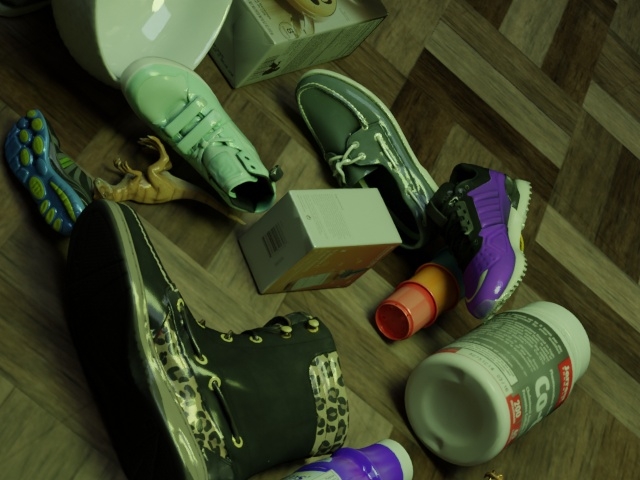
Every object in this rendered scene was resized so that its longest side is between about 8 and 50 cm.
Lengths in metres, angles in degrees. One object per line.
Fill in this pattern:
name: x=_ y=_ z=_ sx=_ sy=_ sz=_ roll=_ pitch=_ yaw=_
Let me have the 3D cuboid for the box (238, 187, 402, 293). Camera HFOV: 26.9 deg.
box: x=0.000 y=0.000 z=1.826 sx=0.170 sy=0.130 sz=0.091 roll=-3 pitch=61 yaw=-43

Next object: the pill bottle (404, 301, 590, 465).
pill bottle: x=0.259 y=0.192 z=1.884 sx=0.283 sy=0.161 sz=0.161 roll=-24 pitch=77 yaw=-48

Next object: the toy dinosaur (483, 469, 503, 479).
toy dinosaur: x=0.118 y=0.418 z=1.526 sx=0.322 sy=0.218 sz=0.164 roll=-37 pitch=106 yaw=-9

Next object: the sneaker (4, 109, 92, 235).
sneaker: x=-0.330 y=-0.079 z=1.653 sx=0.188 sy=0.067 sz=0.078 roll=59 pitch=11 yaw=21

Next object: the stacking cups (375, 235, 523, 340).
stacking cups: x=0.195 y=0.062 z=1.986 sx=0.096 sy=0.096 sz=0.316 roll=51 pitch=42 yaw=2

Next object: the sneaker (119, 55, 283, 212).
sneaker: x=-0.148 y=-0.136 z=1.750 sx=0.256 sy=0.094 sz=0.151 roll=41 pitch=7 yaw=-36

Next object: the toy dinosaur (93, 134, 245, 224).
toy dinosaur: x=-0.209 y=-0.074 z=1.765 sx=0.211 sy=0.064 sz=0.112 roll=3 pitch=76 yaw=-30

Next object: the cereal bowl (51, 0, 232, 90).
cereal bowl: x=-0.248 y=-0.372 z=1.789 sx=0.141 sy=0.339 sz=0.339 roll=21 pitch=33 yaw=24

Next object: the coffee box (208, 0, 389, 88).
coffee box: x=-0.053 y=-0.359 z=2.068 sx=0.297 sy=0.119 sz=0.168 roll=-25 pitch=77 yaw=-49

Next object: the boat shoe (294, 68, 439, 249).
boat shoe: x=0.069 y=-0.119 z=1.996 sx=0.319 sy=0.116 sz=0.099 roll=50 pitch=36 yaw=-6

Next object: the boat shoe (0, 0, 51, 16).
boat shoe: x=-0.350 y=-0.397 z=1.853 sx=0.109 sy=0.091 sz=0.305 roll=50 pitch=40 yaw=0

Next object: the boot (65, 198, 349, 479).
boot: x=-0.131 y=0.123 z=1.605 sx=0.284 sy=0.138 sz=0.377 roll=-7 pitch=68 yaw=-43

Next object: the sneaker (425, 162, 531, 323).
sneaker: x=0.214 y=-0.007 z=1.931 sx=0.146 sy=0.102 sz=0.293 roll=27 pitch=40 yaw=-11

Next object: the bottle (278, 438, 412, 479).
bottle: x=-0.008 y=0.310 z=1.567 sx=0.283 sy=0.118 sz=0.092 roll=-19 pitch=85 yaw=-41
